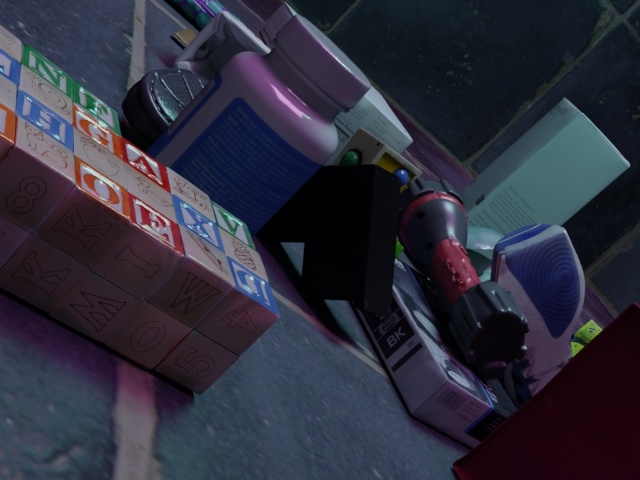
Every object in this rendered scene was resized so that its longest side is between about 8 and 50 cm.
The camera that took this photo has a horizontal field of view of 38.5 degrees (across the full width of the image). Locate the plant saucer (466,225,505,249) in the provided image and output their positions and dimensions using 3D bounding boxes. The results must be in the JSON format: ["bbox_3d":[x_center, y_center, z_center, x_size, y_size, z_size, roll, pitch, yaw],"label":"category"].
[{"bbox_3d":[0.241,-0.008,1.584,0.195,0.037,0.195,4,2,0],"label":"plant saucer"}]

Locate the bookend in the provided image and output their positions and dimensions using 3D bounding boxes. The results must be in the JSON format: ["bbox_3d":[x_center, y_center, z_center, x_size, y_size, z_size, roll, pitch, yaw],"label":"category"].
[{"bbox_3d":[0.000,0.000,1.014,0.072,0.156,0.157,19,73,-61],"label":"bookend"}]

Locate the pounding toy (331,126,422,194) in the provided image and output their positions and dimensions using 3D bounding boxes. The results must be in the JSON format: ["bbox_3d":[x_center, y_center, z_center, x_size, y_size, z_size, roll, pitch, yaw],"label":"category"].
[{"bbox_3d":[0.075,-0.093,1.451,0.141,0.130,0.100,31,8,-46],"label":"pounding toy"}]

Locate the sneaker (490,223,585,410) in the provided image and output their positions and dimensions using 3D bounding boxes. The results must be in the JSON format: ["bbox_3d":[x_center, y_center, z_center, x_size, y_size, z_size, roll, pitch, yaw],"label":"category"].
[{"bbox_3d":[0.271,0.133,1.237,0.182,0.128,0.315,-144,-141,-72],"label":"sneaker"}]

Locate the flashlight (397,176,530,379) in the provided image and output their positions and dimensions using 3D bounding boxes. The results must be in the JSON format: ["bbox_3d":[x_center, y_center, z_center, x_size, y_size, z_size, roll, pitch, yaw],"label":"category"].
[{"bbox_3d":[0.168,0.030,1.128,0.103,0.103,0.304,39,15,-28],"label":"flashlight"}]

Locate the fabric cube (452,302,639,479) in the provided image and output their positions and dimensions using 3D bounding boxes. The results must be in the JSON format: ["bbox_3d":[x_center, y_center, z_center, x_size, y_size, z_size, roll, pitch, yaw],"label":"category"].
[{"bbox_3d":[0.339,0.265,0.889,0.258,0.259,0.254,30,21,-41],"label":"fabric cube"}]

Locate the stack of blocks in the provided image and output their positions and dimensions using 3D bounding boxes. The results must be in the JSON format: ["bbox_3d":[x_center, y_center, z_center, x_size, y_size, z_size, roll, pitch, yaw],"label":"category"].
[{"bbox_3d":[-0.177,-0.036,0.622,0.297,0.087,0.171,36,16,-31],"label":"stack of blocks"}]

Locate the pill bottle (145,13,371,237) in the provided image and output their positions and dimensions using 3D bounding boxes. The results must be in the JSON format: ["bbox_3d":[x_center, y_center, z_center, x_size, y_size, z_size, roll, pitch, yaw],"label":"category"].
[{"bbox_3d":[-0.063,-0.087,0.813,0.124,0.221,0.124,42,15,-14],"label":"pill bottle"}]

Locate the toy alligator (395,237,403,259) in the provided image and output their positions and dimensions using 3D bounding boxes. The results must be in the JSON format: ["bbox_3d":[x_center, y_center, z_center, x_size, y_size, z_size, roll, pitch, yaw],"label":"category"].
[{"bbox_3d":[0.092,0.011,1.338,0.051,0.056,0.190,6,9,11],"label":"toy alligator"}]

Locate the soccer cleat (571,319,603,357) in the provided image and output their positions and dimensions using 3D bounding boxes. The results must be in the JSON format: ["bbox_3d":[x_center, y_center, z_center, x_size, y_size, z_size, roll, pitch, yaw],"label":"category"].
[{"bbox_3d":[0.448,0.191,1.449,0.094,0.121,0.289,0,5,-40],"label":"soccer cleat"}]

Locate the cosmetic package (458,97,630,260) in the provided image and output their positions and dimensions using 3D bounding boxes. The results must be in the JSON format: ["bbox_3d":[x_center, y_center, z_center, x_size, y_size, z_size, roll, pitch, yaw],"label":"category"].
[{"bbox_3d":[0.421,-0.098,1.883,0.156,0.385,0.217,43,14,-8],"label":"cosmetic package"}]

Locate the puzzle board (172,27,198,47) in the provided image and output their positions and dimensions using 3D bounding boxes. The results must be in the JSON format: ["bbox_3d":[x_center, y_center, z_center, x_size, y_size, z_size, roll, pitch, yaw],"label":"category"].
[{"bbox_3d":[-0.194,-0.308,1.503,0.096,0.011,0.128,44,15,-10],"label":"puzzle board"}]

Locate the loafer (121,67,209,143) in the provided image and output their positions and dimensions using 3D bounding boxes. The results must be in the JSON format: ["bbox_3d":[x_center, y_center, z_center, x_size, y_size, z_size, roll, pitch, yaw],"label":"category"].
[{"bbox_3d":[-0.129,-0.114,1.019,0.303,0.095,0.109,-1,68,-65],"label":"loafer"}]

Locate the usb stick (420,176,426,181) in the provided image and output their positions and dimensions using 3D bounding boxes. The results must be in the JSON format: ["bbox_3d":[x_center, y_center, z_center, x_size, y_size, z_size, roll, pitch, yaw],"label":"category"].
[{"bbox_3d":[0.215,-0.058,1.842,0.077,0.045,0.278,-6,31,-11],"label":"usb stick"}]

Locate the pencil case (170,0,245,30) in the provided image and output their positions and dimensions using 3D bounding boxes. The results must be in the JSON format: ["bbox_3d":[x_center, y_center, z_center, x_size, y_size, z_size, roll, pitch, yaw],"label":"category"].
[{"bbox_3d":[-0.208,-0.414,1.654,0.152,0.064,0.070,40,-1,-18],"label":"pencil case"}]

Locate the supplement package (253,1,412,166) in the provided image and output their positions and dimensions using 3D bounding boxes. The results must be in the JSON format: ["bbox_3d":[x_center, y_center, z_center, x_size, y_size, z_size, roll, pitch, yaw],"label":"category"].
[{"bbox_3d":[-0.002,-0.240,1.560,0.262,0.145,0.204,39,16,-33],"label":"supplement package"}]

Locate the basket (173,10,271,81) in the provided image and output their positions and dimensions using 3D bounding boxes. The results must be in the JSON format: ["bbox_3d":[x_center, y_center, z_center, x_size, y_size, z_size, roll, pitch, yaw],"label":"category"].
[{"bbox_3d":[-0.113,-0.241,1.333,0.167,0.113,0.103,43,12,-11],"label":"basket"}]

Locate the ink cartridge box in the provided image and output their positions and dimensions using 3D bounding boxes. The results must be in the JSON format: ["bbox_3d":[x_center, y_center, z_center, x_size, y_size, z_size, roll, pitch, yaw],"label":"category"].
[{"bbox_3d":[0.115,0.103,1.113,0.165,0.065,0.332,33,17,-38],"label":"ink cartridge box"}]

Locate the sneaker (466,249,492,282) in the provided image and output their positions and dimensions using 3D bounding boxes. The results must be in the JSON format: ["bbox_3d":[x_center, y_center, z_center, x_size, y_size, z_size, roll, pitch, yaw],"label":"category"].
[{"bbox_3d":[0.264,0.091,1.488,0.151,0.094,0.255,32,20,-56],"label":"sneaker"}]

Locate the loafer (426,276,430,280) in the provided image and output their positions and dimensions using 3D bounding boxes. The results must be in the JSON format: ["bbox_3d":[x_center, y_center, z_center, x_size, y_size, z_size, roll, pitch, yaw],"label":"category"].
[{"bbox_3d":[0.183,0.091,1.344,0.170,0.062,0.061,18,35,-59],"label":"loafer"}]
